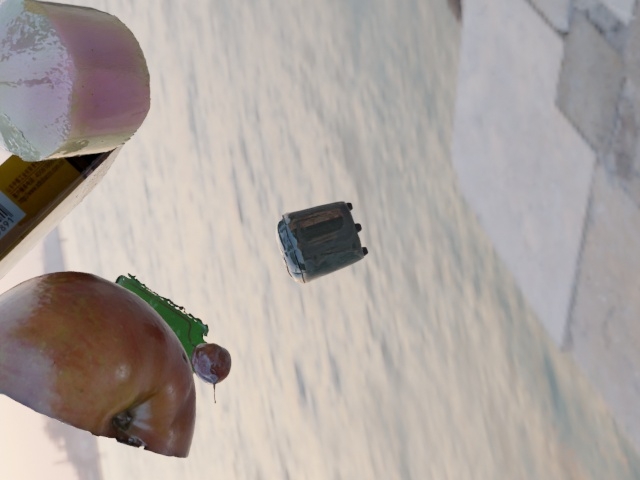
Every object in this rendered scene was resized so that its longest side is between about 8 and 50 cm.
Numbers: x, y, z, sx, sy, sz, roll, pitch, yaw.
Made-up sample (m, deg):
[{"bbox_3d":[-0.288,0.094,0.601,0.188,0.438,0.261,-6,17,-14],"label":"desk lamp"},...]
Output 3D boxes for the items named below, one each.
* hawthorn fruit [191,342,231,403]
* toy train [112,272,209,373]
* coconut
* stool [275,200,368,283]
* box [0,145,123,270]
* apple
[{"bbox_3d":[-0.177,0.215,1.870,0.067,0.066,0.103,96,168,-50],"label":"hawthorn fruit"},{"bbox_3d":[-0.320,0.191,2.027,0.132,0.243,0.188,-37,23,50],"label":"toy train"},{"bbox_3d":[-0.395,-0.232,1.664,0.233,0.245,0.233,5,98,37],"label":"coconut"},{"bbox_3d":[0.000,0.000,1.492,0.096,0.110,0.096,163,90,-88],"label":"stool"},{"bbox_3d":[-0.501,-0.047,1.877,0.116,0.415,0.264,42,154,-5],"label":"box"},{"bbox_3d":[-0.261,0.130,1.345,0.251,0.293,0.163,18,83,35],"label":"apple"}]
